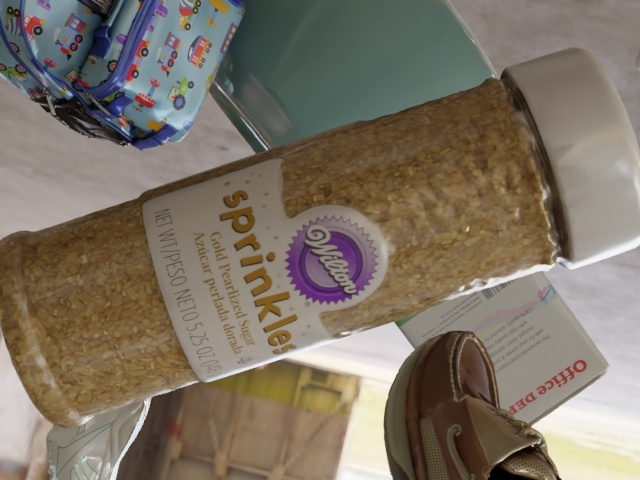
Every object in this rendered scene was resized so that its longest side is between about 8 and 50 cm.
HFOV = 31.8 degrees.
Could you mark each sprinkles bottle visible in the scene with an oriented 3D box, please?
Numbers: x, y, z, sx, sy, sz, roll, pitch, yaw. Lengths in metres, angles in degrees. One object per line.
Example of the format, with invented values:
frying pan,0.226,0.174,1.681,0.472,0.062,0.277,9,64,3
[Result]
sprinkles bottle,0.000,0.000,0.646,0.355,0.121,0.121,-18,167,2

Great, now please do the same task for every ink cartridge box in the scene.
ink cartridge box,0.180,0.088,1.195,0.212,0.154,0.093,53,-171,-1

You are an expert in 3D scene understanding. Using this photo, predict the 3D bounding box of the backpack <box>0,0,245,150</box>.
backpack,-0.158,-0.163,0.781,0.117,0.158,0.173,20,169,38

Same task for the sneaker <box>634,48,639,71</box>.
sneaker,0.492,-0.258,1.259,0.282,0.161,0.102,-11,-139,-35

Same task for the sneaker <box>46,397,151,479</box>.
sneaker,-0.183,0.171,0.854,0.061,0.152,0.054,23,176,-1

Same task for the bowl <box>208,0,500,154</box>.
bowl,0.010,-0.129,0.937,0.311,0.163,0.311,50,175,6

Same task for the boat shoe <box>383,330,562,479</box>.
boat shoe,0.118,0.181,0.797,0.116,0.324,0.123,-26,121,24
